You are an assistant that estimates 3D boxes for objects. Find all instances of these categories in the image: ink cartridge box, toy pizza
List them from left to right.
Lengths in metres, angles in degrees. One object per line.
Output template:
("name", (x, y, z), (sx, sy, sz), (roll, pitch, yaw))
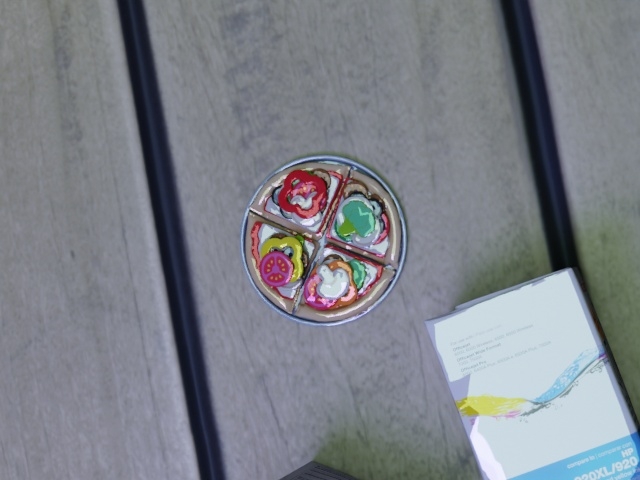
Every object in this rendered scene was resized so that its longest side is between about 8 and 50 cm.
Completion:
("toy pizza", (0.000, 0.000, 1.602), (0.201, 0.032, 0.201), (0, 88, 13))
("ink cartridge box", (0.236, 0.161, 1.471), (0.168, 0.171, 0.233), (-22, 84, 11))

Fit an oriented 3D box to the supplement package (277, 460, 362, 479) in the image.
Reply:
("supplement package", (0.021, 0.375, 1.467), (0.198, 0.262, 0.199), (18, 93, 12))
